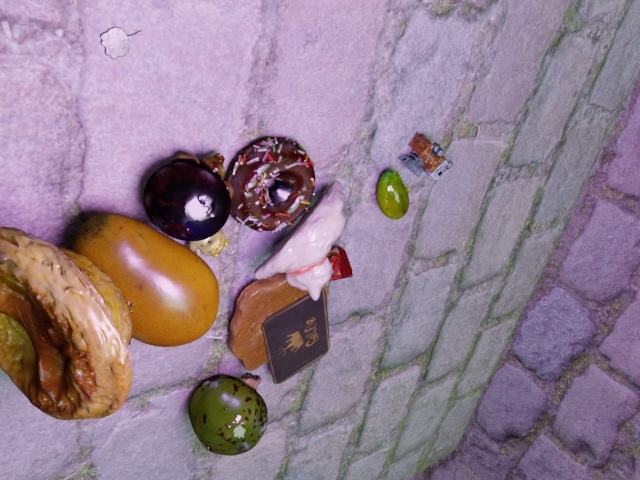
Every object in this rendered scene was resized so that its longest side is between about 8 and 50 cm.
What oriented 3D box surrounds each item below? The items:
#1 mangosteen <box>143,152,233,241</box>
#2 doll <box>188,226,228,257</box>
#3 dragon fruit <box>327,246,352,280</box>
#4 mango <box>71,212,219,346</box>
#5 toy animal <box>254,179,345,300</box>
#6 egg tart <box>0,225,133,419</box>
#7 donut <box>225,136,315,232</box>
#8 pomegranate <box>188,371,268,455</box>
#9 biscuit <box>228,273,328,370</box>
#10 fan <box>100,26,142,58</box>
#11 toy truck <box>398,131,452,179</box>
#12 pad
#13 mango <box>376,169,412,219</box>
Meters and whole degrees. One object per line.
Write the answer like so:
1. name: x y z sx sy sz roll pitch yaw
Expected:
1. mangosteen: -0.290 -0.110 1.194 0.194 0.194 0.230 61 39 -48
2. doll: -0.302 -0.015 1.328 0.106 0.062 0.162 -51 139 -4
3. dragon fruit: 0.046 0.078 1.707 0.162 0.083 0.106 -2 80 -68
4. mango: -0.396 0.091 1.188 0.264 0.221 0.378 -17 130 26
5. toy animal: 0.000 0.000 1.474 0.308 0.188 0.266 -53 -179 -44
6. egg tart: -0.515 0.149 1.026 0.178 0.443 0.443 -44 149 -52
7. donut: -0.123 -0.139 1.363 0.270 0.103 0.269 -22 132 -26
8. pomegranate: -0.282 0.531 1.645 0.270 0.254 0.254 -61 144 -22
9. biscuit: -0.130 0.245 1.681 0.365 0.062 0.385 -19 134 -34
10. fan: -0.381 -0.386 1.013 0.083 0.004 0.056 -32 137 -20
11. toy truck: 0.346 -0.258 1.708 0.115 0.080 0.178 -50 139 9
12. pad: -0.029 0.329 1.751 0.315 0.063 0.375 -30 139 -23
13. mango: 0.229 -0.147 1.678 0.119 0.100 0.178 -70 148 -41
